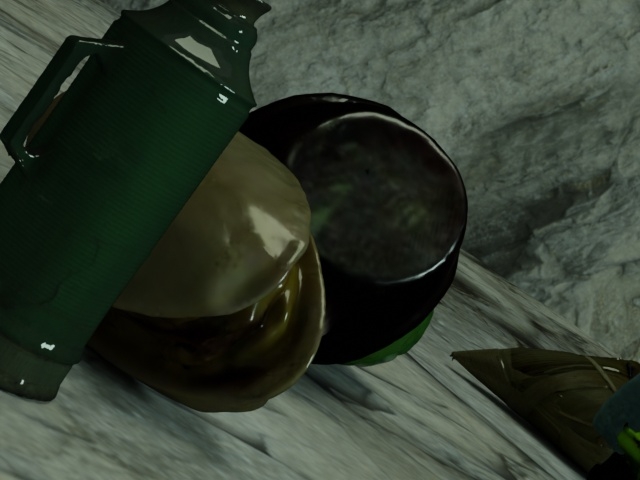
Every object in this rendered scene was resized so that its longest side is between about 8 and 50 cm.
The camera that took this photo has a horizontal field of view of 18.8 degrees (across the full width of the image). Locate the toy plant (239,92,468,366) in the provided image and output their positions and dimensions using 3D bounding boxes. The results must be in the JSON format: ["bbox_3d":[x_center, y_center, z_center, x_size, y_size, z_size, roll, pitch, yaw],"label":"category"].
[{"bbox_3d":[0.000,0.000,1.251,0.218,0.175,0.235,27,-18,-15],"label":"toy plant"}]

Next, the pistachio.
[{"bbox_3d":[-0.071,-0.002,0.937,0.206,0.131,0.129,37,-21,44],"label":"pistachio"}]

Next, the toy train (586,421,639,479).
[{"bbox_3d":[0.210,0.196,1.083,0.160,0.100,0.296,41,5,-3],"label":"toy train"}]

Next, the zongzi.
[{"bbox_3d":[0.197,0.151,1.640,0.178,0.081,0.189,13,22,-2],"label":"zongzi"}]

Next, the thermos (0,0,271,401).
[{"bbox_3d":[-0.091,-0.032,0.796,0.083,0.187,0.073,35,5,-13],"label":"thermos"}]

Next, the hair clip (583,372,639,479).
[{"bbox_3d":[0.341,0.171,1.311,0.318,0.238,0.392,39,7,32],"label":"hair clip"}]
